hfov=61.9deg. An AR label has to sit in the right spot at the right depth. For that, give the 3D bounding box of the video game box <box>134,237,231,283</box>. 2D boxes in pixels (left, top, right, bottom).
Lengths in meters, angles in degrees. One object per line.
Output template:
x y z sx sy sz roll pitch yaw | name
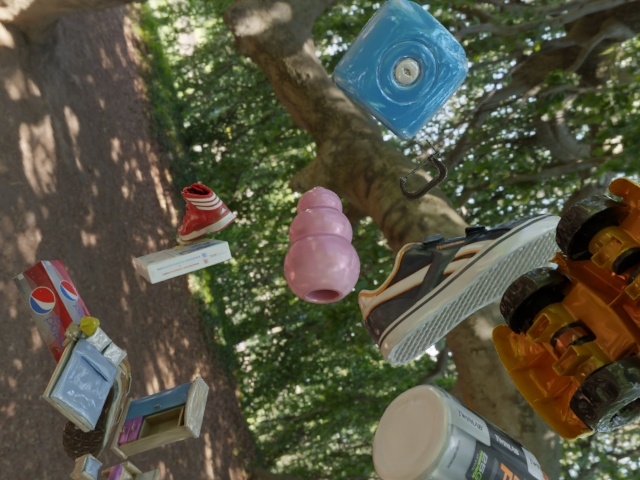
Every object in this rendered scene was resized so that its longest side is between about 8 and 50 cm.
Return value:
-0.329 0.043 1.262 0.205 0.187 0.048 7 -65 64 | video game box

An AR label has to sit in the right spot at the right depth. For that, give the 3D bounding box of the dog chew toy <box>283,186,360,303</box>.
0.000 0.000 1.471 0.206 0.207 0.331 84 3 -63 | dog chew toy

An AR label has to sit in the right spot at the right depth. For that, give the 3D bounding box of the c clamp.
0.280 -0.187 1.486 0.137 0.161 0.022 53 9 34 | c clamp

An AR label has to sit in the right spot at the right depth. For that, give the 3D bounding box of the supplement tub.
0.160 0.251 0.586 0.190 0.117 0.117 36 9 -19 | supplement tub

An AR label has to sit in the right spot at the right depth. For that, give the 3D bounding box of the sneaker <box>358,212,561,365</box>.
0.197 0.039 0.776 0.127 0.321 0.126 55 -5 40 | sneaker

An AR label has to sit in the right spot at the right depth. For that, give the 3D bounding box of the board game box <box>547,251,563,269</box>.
0.639 0.041 1.404 0.053 0.305 0.193 89 -4 -50 | board game box

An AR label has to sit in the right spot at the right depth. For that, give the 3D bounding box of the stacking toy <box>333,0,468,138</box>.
0.113 -0.312 0.923 0.175 0.166 0.302 35 16 -20 | stacking toy

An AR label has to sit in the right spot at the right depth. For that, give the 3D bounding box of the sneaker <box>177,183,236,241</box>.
-0.309 -0.078 1.330 0.128 0.221 0.087 59 44 -17 | sneaker

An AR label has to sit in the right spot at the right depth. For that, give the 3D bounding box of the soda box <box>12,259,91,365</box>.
-0.625 0.180 1.290 0.263 0.092 0.083 60 5 4 | soda box

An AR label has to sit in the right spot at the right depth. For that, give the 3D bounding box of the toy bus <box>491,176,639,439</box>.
0.313 0.070 0.507 0.220 0.211 0.149 -66 -150 31 | toy bus

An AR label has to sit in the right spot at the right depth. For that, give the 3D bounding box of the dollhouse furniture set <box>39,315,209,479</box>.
-0.412 0.330 1.097 0.286 0.198 0.303 -91 156 -56 | dollhouse furniture set

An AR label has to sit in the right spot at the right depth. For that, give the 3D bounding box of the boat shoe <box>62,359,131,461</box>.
-0.584 0.458 1.433 0.324 0.122 0.120 -61 174 19 | boat shoe
